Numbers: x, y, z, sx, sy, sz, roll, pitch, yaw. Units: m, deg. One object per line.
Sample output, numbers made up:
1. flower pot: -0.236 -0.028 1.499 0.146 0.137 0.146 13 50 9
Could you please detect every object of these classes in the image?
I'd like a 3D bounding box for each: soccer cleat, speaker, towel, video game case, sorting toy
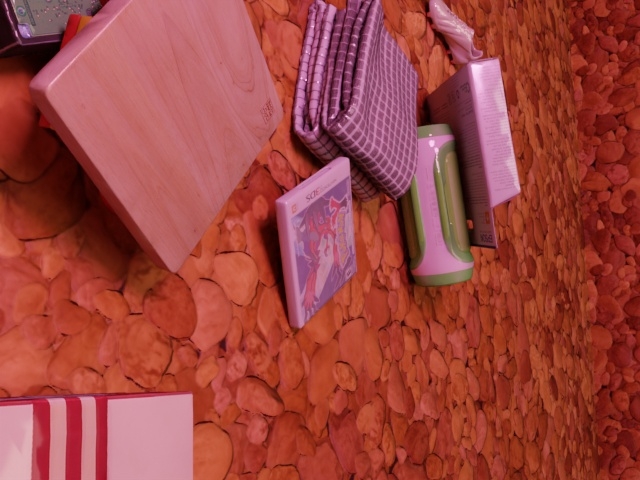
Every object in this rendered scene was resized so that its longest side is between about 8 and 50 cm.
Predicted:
1. soccer cleat: 0.309 -0.487 1.535 0.196 0.076 0.068 46 48 -41
2. speaker: 0.214 -0.066 1.275 0.131 0.131 0.296 -13 94 -56
3. towel: 0.076 -0.237 1.107 0.235 0.121 0.283 36 55 -48
4. video game case: 0.000 0.000 0.989 0.183 0.023 0.201 -41 133 -50
5. sorting toy: -0.167 -0.145 0.692 0.255 0.090 0.257 -60 150 -28

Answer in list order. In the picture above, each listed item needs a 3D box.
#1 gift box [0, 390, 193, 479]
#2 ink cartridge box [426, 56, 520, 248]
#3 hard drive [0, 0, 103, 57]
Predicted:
1. gift box: -0.219 0.240 0.467 0.276 0.255 0.258 14 70 -50
2. ink cartridge box: 0.295 -0.155 1.305 0.324 0.072 0.329 -151 -130 -85
3. hard drive: -0.278 -0.363 0.661 0.237 0.064 0.338 -35 112 -53
